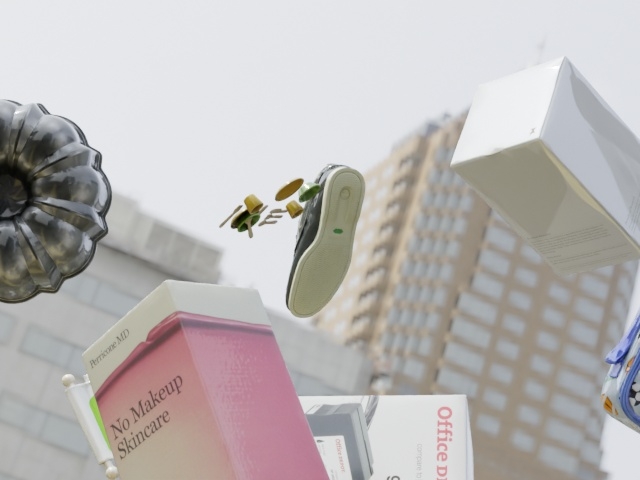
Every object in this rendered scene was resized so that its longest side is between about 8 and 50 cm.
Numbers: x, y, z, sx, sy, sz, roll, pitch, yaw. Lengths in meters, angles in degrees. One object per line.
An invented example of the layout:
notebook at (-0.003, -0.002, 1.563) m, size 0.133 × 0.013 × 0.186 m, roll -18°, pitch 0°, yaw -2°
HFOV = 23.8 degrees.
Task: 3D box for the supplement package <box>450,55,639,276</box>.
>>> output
supplement package at (0.372, -0.110, 2.333) m, size 0.177 × 0.175 × 0.293 m, roll -15°, pitch -47°, yaw 44°

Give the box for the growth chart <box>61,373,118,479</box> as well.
growth chart at (-0.201, 0.186, 1.907) m, size 0.172 × 0.237 × 0.021 m, roll 51°, pitch -25°, yaw 20°

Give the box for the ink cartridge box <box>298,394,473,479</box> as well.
ink cartridge box at (0.043, 0.400, 2.400) m, size 0.395 × 0.285 × 0.166 m, roll -1°, pitch -44°, yaw 6°

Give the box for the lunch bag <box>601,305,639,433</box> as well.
lunch bag at (0.549, 0.168, 2.195) m, size 0.243 × 0.303 × 0.115 m, roll 28°, pitch -8°, yaw -11°

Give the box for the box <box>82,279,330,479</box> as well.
box at (-0.109, 0.174, 1.438) m, size 0.127 × 0.232 × 0.148 m, roll 8°, pitch -40°, yaw -47°

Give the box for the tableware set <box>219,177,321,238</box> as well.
tableware set at (-0.061, -0.044, 2.039) m, size 0.104 × 0.024 × 0.154 m, roll -45°, pitch -19°, yaw 23°

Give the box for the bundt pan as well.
bundt pan at (-0.486, -0.069, 2.344) m, size 0.331 × 0.331 × 0.124 m, roll 20°, pitch -9°, yaw -5°

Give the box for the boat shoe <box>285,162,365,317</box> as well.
boat shoe at (0.000, 0.000, 2.234) m, size 0.084 × 0.233 × 0.079 m, roll 14°, pitch 6°, yaw -31°
